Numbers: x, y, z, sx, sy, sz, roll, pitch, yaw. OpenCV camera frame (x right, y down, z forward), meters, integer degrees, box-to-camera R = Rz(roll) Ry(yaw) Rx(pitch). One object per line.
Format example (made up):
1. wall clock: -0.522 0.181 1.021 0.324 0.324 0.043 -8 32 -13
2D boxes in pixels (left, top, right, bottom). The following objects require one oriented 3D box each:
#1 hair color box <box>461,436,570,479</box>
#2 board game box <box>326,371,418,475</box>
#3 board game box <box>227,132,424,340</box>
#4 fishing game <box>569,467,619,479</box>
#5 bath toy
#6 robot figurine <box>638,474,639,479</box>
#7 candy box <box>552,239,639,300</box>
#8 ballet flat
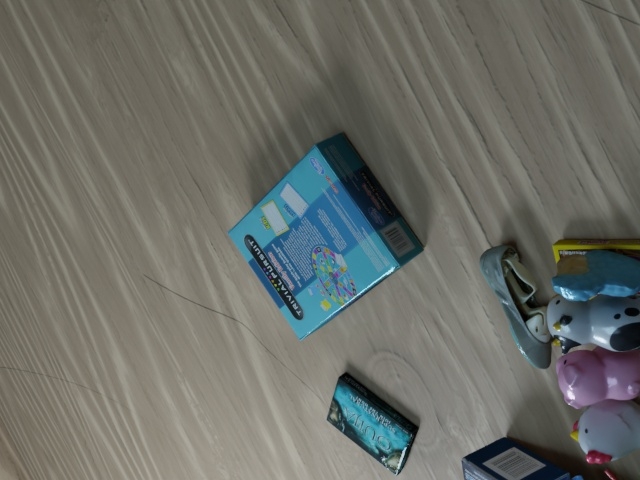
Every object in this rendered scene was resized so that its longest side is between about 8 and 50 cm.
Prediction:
1. hair color box: 0.353 0.533 1.856 0.174 0.105 0.347 23 129 59
2. board game box: 0.098 0.357 2.100 0.186 0.026 0.126 35 131 26
3. board game box: 0.000 0.000 1.964 0.254 0.079 0.336 56 138 6
4. fishing game: 0.470 0.457 1.766 0.189 0.041 0.264 48 152 14
5. bath toy: 0.411 0.190 1.607 0.151 0.129 0.348 12 126 38
6. robot figurine: 0.539 0.382 1.654 0.115 0.067 0.101 -14 74 47
7. candy box: 0.446 0.050 1.596 0.205 0.027 0.105 0 115 44
8. ballet flat: 0.324 0.104 1.713 0.068 0.072 0.213 -28 90 44
